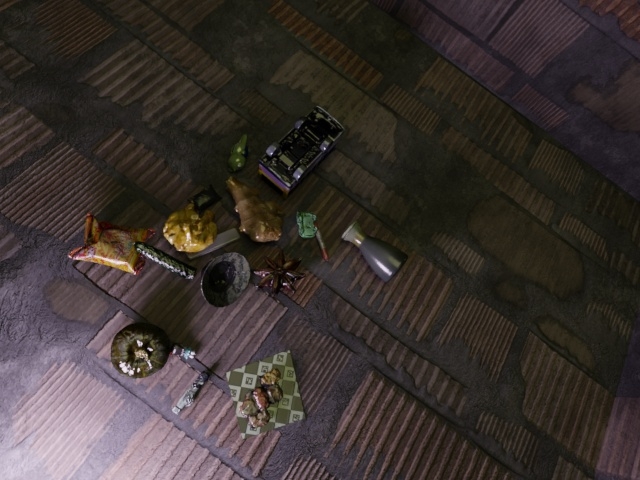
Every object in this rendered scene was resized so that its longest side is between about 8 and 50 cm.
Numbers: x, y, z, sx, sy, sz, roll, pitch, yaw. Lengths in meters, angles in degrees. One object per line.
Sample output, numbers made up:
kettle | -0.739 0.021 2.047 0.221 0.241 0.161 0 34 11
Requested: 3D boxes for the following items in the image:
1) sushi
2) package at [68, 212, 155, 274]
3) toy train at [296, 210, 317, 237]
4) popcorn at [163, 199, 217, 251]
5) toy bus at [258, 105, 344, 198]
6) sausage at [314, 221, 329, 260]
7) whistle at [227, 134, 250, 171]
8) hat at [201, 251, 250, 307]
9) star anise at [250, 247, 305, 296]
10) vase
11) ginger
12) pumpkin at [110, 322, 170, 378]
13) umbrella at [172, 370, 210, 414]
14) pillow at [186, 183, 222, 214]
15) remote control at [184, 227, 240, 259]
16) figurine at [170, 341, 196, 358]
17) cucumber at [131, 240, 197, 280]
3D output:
sushi | -0.221 0.645 1.712 0.291 0.059 0.294 -13 73 -20
package | -0.883 0.015 1.743 0.287 0.108 0.224 19 64 -21
toy train | -0.072 -0.084 2.021 0.099 0.081 0.149 -4 77 -17
popcorn | -0.562 -0.045 1.785 0.190 0.191 0.253 34 55 13
toy bus | -0.097 -0.439 2.050 0.209 0.249 0.440 40 71 2
sausage | 0.000 0.000 2.030 0.029 0.029 0.223 -13 74 -19
whistle | -0.409 -0.439 2.053 0.085 0.105 0.228 31 57 -36
hat | -0.445 0.150 1.788 0.128 0.266 0.265 26 59 35
star anise | -0.188 0.163 1.891 0.271 0.103 0.272 -3 48 3
vase | 0.259 0.046 2.021 0.321 0.173 0.173 39 65 8
ginger | -0.299 -0.164 1.941 0.236 0.166 0.376 -19 81 -11
pumpkin | -0.710 0.432 1.604 0.223 0.157 0.224 4 79 -19
umbrella | -0.520 0.617 1.646 0.050 0.046 0.188 30 64 19
pillow | -0.553 -0.198 1.944 0.090 0.048 0.150 46 63 7
remote control | -0.501 0.016 1.890 0.260 0.029 0.067 -25 71 -24
figurine | -0.575 0.463 1.693 0.105 0.047 0.060 24 101 -13
cucumber | -0.677 0.084 1.763 0.293 0.067 0.068 31 64 -17
